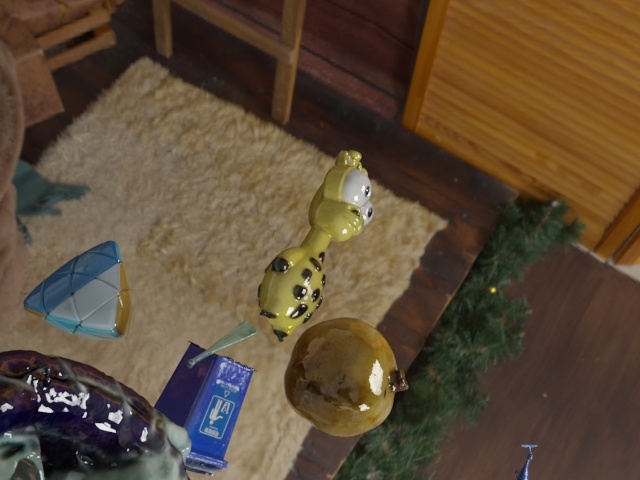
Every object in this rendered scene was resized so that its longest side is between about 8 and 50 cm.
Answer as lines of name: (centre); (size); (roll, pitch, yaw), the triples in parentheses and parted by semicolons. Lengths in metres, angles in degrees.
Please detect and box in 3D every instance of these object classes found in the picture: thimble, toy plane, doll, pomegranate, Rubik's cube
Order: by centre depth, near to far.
thimble: (-0.198, 0.196, 0.496); (0.150, 0.237, 0.237); (-35, 58, 28)
doll: (0.001, 0.000, 0.982); (0.086, 0.117, 0.291); (15, 57, 25)
Rubik's cube: (-0.526, 0.154, 1.621); (0.254, 0.254, 0.254); (1, 60, -3)
toy plane: (0.456, 0.520, 1.656); (0.054, 0.167, 0.062); (1, 36, 0)
pomegranate: (0.050, 0.336, 1.823); (0.307, 0.307, 0.307); (1, 60, -3)

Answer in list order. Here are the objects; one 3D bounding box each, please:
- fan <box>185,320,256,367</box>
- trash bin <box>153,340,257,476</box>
fan: (-0.199, 0.208, 1.474); (0.038, 0.016, 0.193); (44, 36, 16)
trash bin: (-0.253, 0.338, 1.502); (0.184, 0.162, 0.234); (13, 75, 42)
